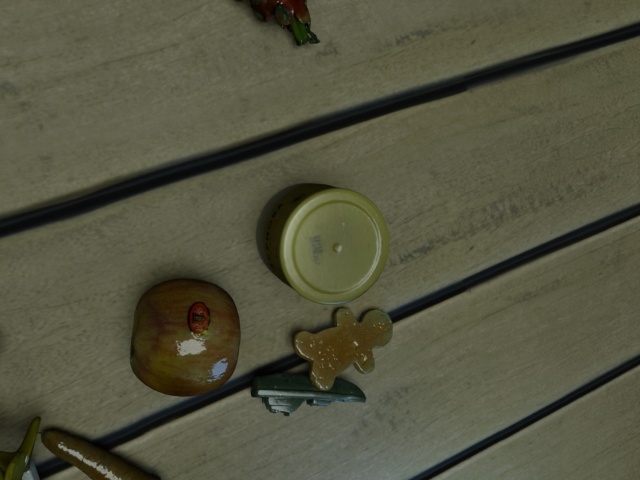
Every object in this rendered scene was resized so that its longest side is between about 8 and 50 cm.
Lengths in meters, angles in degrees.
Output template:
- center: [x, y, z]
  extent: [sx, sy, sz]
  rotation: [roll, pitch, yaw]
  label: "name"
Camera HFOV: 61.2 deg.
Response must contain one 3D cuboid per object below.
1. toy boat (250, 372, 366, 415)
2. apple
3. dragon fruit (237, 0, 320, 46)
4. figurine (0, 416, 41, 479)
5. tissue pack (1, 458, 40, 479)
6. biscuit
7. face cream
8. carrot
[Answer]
- center: [-0.019, 0.333, 1.155]
  extent: [0.260, 0.078, 0.085]
  rotation: [10, 69, -22]
  label: "toy boat"
- center: [-0.243, 0.174, 0.977]
  extent: [0.187, 0.211, 0.211]
  rotation: [3, 98, -21]
  label: "apple"
- center: [-0.069, -0.457, 0.979]
  extent: [0.236, 0.137, 0.135]
  rotation: [48, 69, -21]
  label: "dragon fruit"
- center: [-0.631, 0.264, 0.852]
  extent: [0.337, 0.204, 0.284]
  rotation: [9, 84, -16]
  label: "figurine"
- center: [-0.561, 0.571, 0.970]
  extent: [0.170, 0.071, 0.326]
  rotation: [-15, 102, -21]
  label: "tissue pack"
- center: [0.060, 0.223, 1.171]
  extent: [0.234, 0.030, 0.153]
  rotation: [-25, 89, -27]
  label: "biscuit"
- center: [0.000, 0.000, 1.055]
  extent: [0.217, 0.179, 0.218]
  rotation: [-3, 100, -20]
  label: "face cream"
- center: [-0.424, 0.431, 1.031]
  extent: [0.298, 0.078, 0.078]
  rotation: [41, 84, -17]
  label: "carrot"
